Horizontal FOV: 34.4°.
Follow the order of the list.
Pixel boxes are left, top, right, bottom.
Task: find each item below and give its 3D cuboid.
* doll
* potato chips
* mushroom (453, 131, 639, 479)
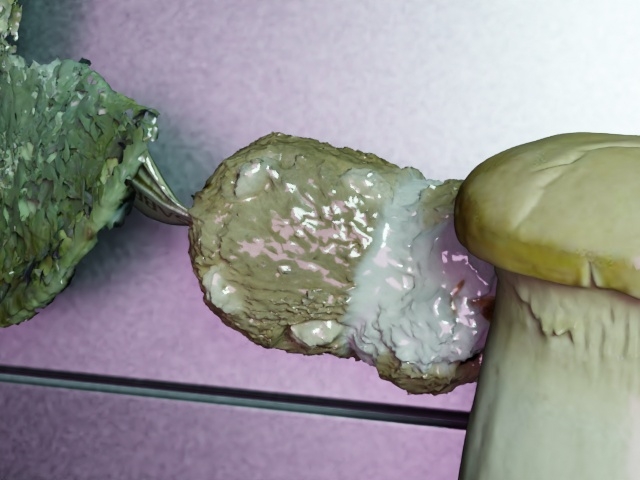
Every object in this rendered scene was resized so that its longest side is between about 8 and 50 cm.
[{"bbox_3d":[-0.004,0.005,0.495,0.221,0.115,0.105,12,103,7],"label":"doll"},{"bbox_3d":[-0.159,-0.069,0.518,0.202,0.029,0.219,-32,64,38],"label":"potato chips"},{"bbox_3d":[0.114,0.164,0.412,0.138,0.154,0.407,3,107,21],"label":"mushroom"}]
